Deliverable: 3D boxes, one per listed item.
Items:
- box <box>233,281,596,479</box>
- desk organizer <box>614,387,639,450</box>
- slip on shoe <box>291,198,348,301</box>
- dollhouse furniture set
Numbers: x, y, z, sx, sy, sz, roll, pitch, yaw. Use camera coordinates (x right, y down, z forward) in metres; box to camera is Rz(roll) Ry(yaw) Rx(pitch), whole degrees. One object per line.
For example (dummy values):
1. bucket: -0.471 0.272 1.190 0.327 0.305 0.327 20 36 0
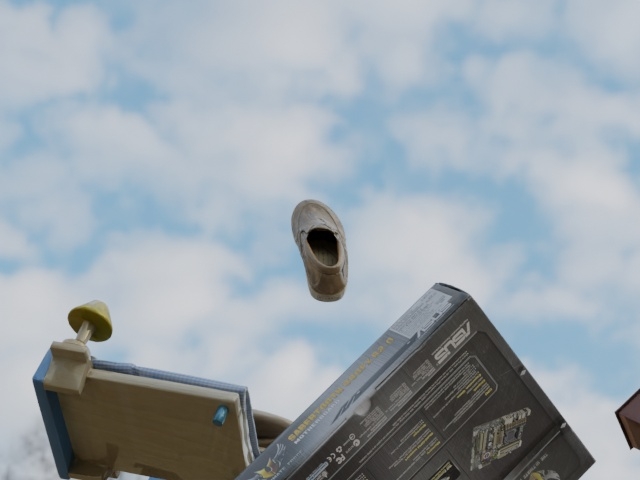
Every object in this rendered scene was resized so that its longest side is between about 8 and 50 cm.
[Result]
1. box: 0.068 0.174 1.184 0.183 0.231 0.056 51 -13 -24
2. desk organizer: 0.318 0.130 1.378 0.050 0.130 0.047 24 -33 52
3. slip on shoe: 0.000 0.000 1.539 0.051 0.135 0.041 -2 -49 -4
4. dollhouse furniture set: -0.084 0.169 1.539 0.286 0.198 0.303 6 -47 17
